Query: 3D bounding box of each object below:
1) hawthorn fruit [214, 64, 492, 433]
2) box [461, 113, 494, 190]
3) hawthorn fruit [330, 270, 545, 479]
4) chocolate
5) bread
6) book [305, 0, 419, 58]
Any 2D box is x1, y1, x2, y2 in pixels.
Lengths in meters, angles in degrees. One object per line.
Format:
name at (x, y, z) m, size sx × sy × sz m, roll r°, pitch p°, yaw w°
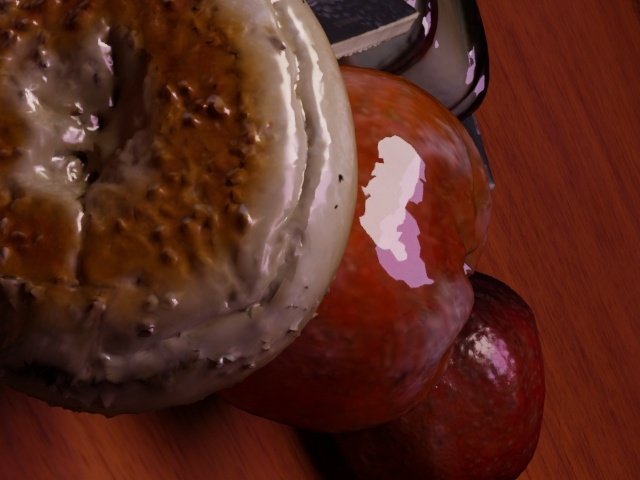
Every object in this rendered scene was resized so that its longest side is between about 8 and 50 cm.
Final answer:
hawthorn fruit at (0.000, 0.000, 1.032) m, size 0.284 × 0.284 × 0.284 m, roll 40°, pitch 41°, yaw -47°
box at (0.124, -0.178, 1.628) m, size 0.211 × 0.045 × 0.270 m, roll -8°, pitch 81°, yaw -62°
hawthorn fruit at (0.097, 0.142, 1.232) m, size 0.215 × 0.215 × 0.250 m, roll -53°, pitch 149°, yaw -58°
chocolate at (0.060, -0.202, 1.364) m, size 0.283 × 0.186 × 0.284 m, roll 39°, pitch 43°, yaw -48°
bread at (-0.119, -0.042, 0.849) m, size 0.159 × 0.305 × 0.306 m, roll 76°, pitch 3°, yaw -77°
book at (-0.108, -0.270, 1.064) m, size 0.374 × 0.028 × 0.262 m, roll 43°, pitch 28°, yaw 7°
